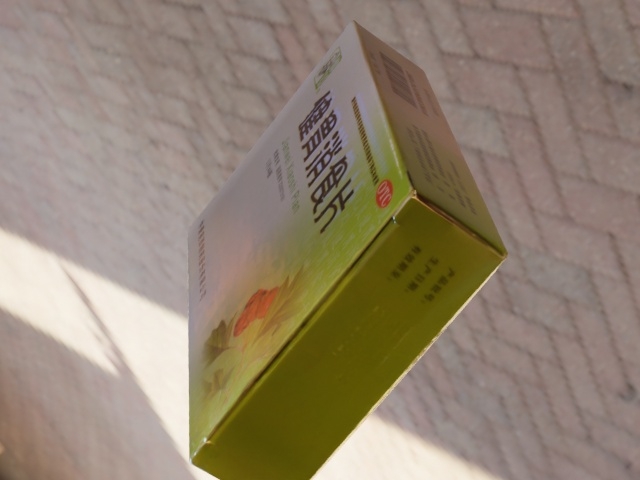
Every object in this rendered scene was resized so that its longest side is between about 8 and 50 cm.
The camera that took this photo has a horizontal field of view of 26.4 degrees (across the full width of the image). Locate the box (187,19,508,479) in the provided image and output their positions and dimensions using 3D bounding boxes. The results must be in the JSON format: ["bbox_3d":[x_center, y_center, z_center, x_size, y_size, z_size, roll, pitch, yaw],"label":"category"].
[{"bbox_3d":[0.000,0.000,0.739,0.062,0.175,0.260,33,-161,-18],"label":"box"}]
